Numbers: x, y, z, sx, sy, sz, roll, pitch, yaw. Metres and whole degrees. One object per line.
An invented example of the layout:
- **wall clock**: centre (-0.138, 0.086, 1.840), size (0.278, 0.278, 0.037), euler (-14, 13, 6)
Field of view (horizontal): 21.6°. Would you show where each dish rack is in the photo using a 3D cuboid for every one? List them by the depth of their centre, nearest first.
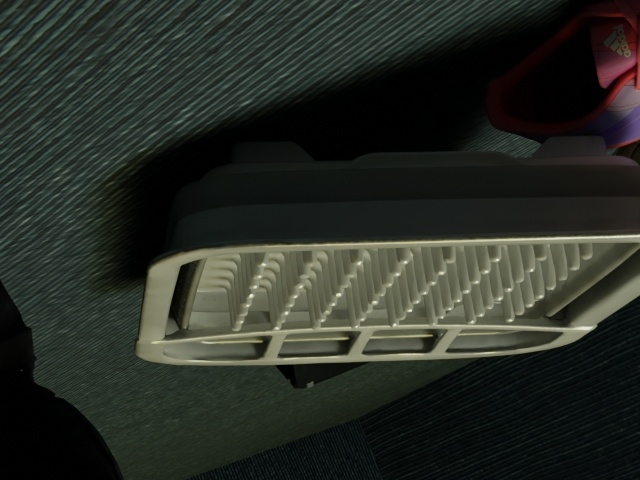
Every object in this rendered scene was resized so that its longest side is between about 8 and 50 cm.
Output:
- **dish rack**: centre (0.039, 0.009, 0.958), size (0.285, 0.072, 0.333), euler (-1, 167, -8)

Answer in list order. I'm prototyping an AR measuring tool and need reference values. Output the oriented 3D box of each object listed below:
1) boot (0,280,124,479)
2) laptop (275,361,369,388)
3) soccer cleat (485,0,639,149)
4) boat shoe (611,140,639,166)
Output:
- **boot**: centre (-0.231, 0.233, 0.828), size (0.445, 0.367, 0.146), euler (-35, -170, 31)
- **laptop**: centre (0.058, 0.019, 1.430), size (0.234, 0.136, 0.264), euler (-21, -164, -10)
- **soccer cleat**: centre (0.189, -0.108, 0.833), size (0.095, 0.083, 0.248), euler (-8, 166, -42)
- **boat shoe**: centre (0.297, -0.074, 1.328), size (0.190, 0.068, 0.072), euler (-19, -179, -25)
